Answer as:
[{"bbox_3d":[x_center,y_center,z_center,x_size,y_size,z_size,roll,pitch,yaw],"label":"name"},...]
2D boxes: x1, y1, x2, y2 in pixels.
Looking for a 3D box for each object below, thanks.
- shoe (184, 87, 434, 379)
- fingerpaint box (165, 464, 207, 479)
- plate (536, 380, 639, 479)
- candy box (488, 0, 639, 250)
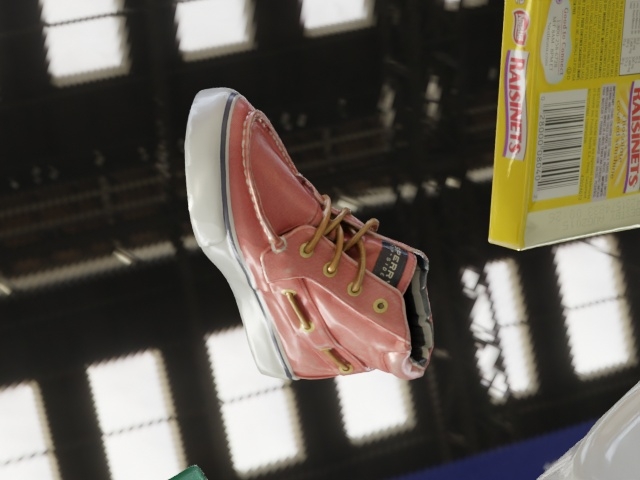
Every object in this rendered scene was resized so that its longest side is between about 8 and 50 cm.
[{"bbox_3d":[0.000,0.000,0.782,0.178,0.081,0.063,72,-155,-48],"label":"shoe"},{"bbox_3d":[-0.002,0.416,1.197,0.163,0.445,0.371,-32,-62,-5],"label":"fingerpaint box"},{"bbox_3d":[0.221,0.064,0.699,0.278,0.277,0.045,-40,-69,-14],"label":"plate"},{"bbox_3d":[0.126,-0.103,0.847,0.105,0.027,0.206,-10,-72,-47],"label":"candy box"}]
